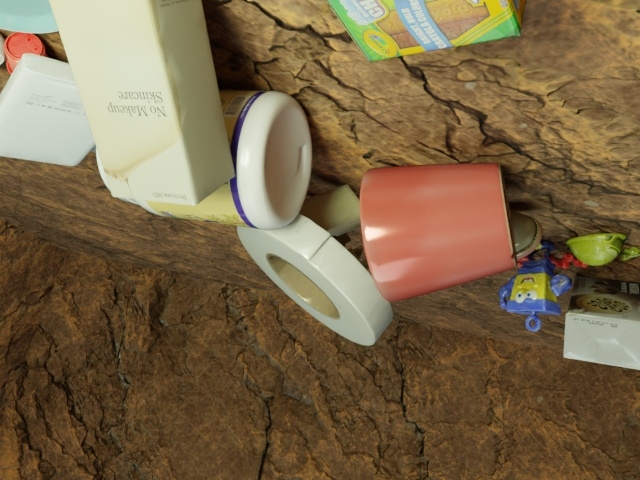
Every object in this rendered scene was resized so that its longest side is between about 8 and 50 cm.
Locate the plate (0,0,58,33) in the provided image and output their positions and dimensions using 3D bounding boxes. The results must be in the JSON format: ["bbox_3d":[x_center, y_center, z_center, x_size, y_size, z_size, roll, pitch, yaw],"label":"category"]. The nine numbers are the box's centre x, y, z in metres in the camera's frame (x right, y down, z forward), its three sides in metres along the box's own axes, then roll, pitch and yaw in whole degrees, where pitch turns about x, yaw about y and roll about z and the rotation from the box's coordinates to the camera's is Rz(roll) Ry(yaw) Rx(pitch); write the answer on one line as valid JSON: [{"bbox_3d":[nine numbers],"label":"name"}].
[{"bbox_3d":[-0.467,-0.366,0.797,0.188,0.024,0.188,-2,174,0],"label":"plate"}]

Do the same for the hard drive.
[{"bbox_3d":[-0.525,-0.242,1.050,0.203,0.040,0.307,4,158,-45],"label":"hard drive"}]

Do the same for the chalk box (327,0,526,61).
[{"bbox_3d":[0.082,-0.274,0.520,0.213,0.132,0.132,2,159,36],"label":"chalk box"}]

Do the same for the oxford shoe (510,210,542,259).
[{"bbox_3d":[0.274,-0.025,1.178,0.397,0.140,0.146,-1,150,37],"label":"oxford shoe"}]

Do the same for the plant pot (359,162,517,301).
[{"bbox_3d":[0.230,-0.027,1.003,0.243,0.275,0.275,-9,156,22],"label":"plant pot"}]

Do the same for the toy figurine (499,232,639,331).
[{"bbox_3d":[0.550,0.114,1.255,0.191,0.217,0.362,24,162,-30],"label":"toy figurine"}]

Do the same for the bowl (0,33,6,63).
[{"bbox_3d":[-0.643,-0.371,0.948,0.142,0.053,0.142,2,160,39],"label":"bowl"}]

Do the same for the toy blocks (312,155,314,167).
[{"bbox_3d":[-0.082,-0.158,1.178,0.123,0.054,0.148,15,164,-5],"label":"toy blocks"}]

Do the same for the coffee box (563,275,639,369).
[{"bbox_3d":[0.702,0.191,1.305,0.168,0.119,0.297,5,-164,29],"label":"coffee box"}]

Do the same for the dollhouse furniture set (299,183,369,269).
[{"bbox_3d":[0.000,0.000,1.280,0.161,0.212,0.242,-22,151,-24],"label":"dollhouse furniture set"}]

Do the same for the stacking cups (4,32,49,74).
[{"bbox_3d":[-0.571,-0.295,1.060,0.096,0.096,0.316,18,163,-13],"label":"stacking cups"}]

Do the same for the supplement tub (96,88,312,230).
[{"bbox_3d":[-0.205,-0.153,0.969,0.331,0.241,0.241,8,162,21],"label":"supplement tub"}]

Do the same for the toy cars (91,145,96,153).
[{"bbox_3d":[-0.420,-0.214,1.214,0.393,0.087,0.176,12,163,7],"label":"toy cars"}]

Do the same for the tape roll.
[{"bbox_3d":[-0.017,0.075,1.145,0.392,0.072,0.392,38,163,14],"label":"tape roll"}]

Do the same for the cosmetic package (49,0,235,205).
[{"bbox_3d":[-0.235,-0.214,0.725,0.160,0.113,0.309,6,121,23],"label":"cosmetic package"}]
